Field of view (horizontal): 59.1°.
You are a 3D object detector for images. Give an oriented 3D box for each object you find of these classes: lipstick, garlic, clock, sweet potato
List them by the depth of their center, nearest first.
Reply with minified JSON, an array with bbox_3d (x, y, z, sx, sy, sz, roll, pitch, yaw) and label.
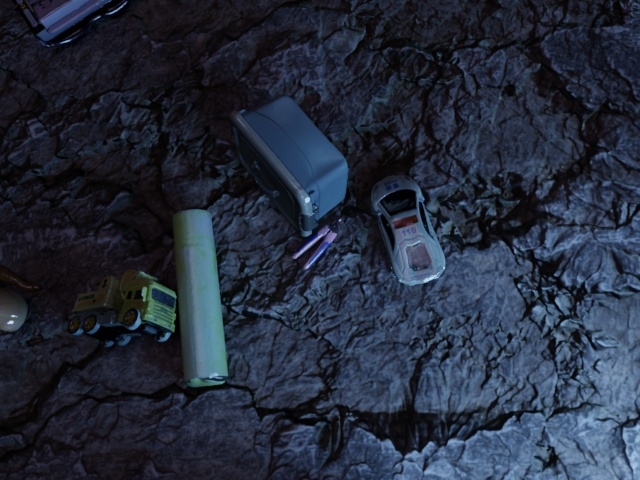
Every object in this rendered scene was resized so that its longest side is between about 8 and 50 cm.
[{"bbox_3d":[-0.210,0.097,0.973,0.076,0.076,0.303,-11,73,4],"label":"lipstick"},{"bbox_3d":[-0.611,0.121,1.015,0.175,0.099,0.124,20,58,8],"label":"garlic"},{"bbox_3d":[-0.574,0.073,1.055,0.115,0.026,0.026,26,79,11],"label":"sweet potato"},{"bbox_3d":[-0.528,-0.535,1.196,0.253,0.083,0.186,-35,72,-4],"label":"clock"}]

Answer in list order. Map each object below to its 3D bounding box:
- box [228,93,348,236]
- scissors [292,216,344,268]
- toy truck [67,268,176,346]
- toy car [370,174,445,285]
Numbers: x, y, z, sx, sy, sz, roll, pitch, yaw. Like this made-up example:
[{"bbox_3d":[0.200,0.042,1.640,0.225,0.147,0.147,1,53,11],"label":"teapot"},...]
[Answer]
[{"bbox_3d":[-0.057,-0.131,0.981,0.130,0.162,0.227,-34,72,-14],"label":"box"},{"bbox_3d":[0.000,0.000,1.007,0.039,0.012,0.113,41,82,16],"label":"scissors"},{"bbox_3d":[-0.333,0.111,0.959,0.191,0.085,0.116,-10,62,27],"label":"toy truck"},{"bbox_3d":[0.147,-0.022,0.974,0.096,0.056,0.204,-17,73,4],"label":"toy car"}]
